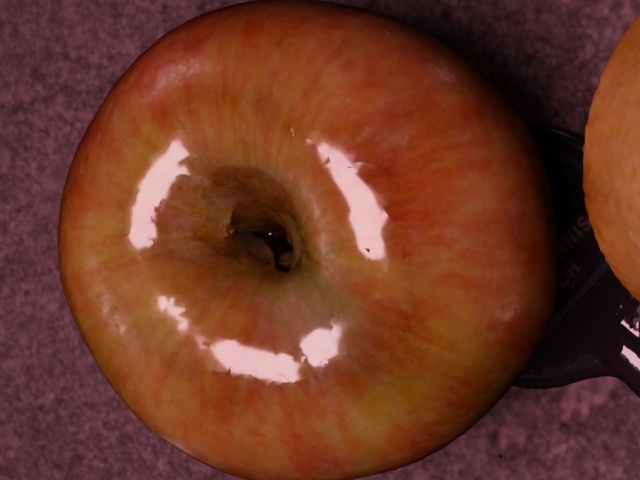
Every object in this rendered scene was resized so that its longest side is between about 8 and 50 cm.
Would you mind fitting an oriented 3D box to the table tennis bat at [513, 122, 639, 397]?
[{"bbox_3d":[0.148,0.037,1.046,0.236,0.027,0.150,46,114,14],"label":"table tennis bat"}]

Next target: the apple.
[{"bbox_3d":[0.000,0.000,0.981,0.264,0.264,0.264,4,100,24],"label":"apple"}]

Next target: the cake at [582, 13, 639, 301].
[{"bbox_3d":[0.221,-0.039,0.934,0.207,0.178,0.185,17,92,-18],"label":"cake"}]
